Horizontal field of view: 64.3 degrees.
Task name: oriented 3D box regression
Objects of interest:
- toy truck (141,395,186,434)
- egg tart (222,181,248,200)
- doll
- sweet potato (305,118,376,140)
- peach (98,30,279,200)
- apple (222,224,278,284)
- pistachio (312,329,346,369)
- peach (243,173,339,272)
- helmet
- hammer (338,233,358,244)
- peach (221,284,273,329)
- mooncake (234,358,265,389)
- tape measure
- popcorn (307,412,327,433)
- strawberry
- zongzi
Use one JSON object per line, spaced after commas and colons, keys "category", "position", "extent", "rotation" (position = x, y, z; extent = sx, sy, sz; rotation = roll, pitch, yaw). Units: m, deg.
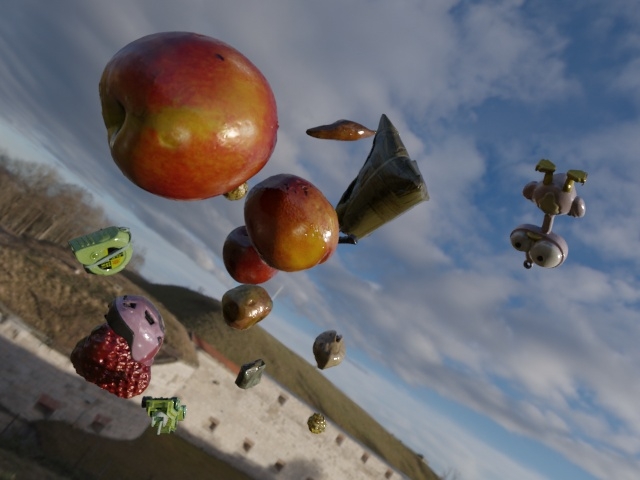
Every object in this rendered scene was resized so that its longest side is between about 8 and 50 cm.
{"category": "toy truck", "position": [-0.609, 0.688, 1.981], "extent": [0.129, 0.135, 0.259], "rotation": [1, -25, -3]}
{"category": "egg tart", "position": [-0.369, -0.227, 2.145], "extent": [0.129, 0.128, 0.049], "rotation": [39, 12, -2]}
{"category": "doll", "position": [0.598, -0.052, 1.350], "extent": [0.160, 0.094, 0.365], "rotation": [27, -39, 27]}
{"category": "sweet potato", "position": [0.113, -0.531, 2.456], "extent": [0.360, 0.112, 0.112], "rotation": [-2, -2, -20]}
{"category": "peach", "position": [-0.274, -0.266, 1.115], "extent": [0.388, 0.388, 0.388], "rotation": [36, -16, 12]}
{"category": "apple", "position": [-0.243, 0.050, 1.828], "extent": [0.218, 0.218, 0.201], "rotation": [24, -54, 44]}
{"category": "pistachio", "position": [0.031, 0.405, 1.911], "extent": [0.126, 0.152, 0.223], "rotation": [30, 10, -1]}
{"category": "peach", "position": [-0.076, -0.051, 1.388], "extent": [0.281, 0.238, 0.280], "rotation": [17, -59, 30]}
{"category": "helmet", "position": [-0.617, 0.289, 1.752], "extent": [0.253, 0.154, 0.198], "rotation": [49, 0, -26]}
{"category": "hammer", "position": [0.000, 0.000, 1.863], "extent": [0.288, 0.033, 0.111], "rotation": [-2, -68, 29]}
{"category": "peach", "position": [-0.337, 0.303, 2.353], "extent": [0.214, 0.236, 0.214], "rotation": [-16, 90, -88]}
{"category": "mooncake", "position": [-0.319, 0.597, 2.290], "extent": [0.073, 0.125, 0.130], "rotation": [34, 28, 31]}
{"category": "tape measure", "position": [-0.653, 0.032, 1.545], "extent": [0.087, 0.178, 0.153], "rotation": [41, -37, 37]}
{"category": "popcorn", "position": [-0.011, 0.693, 1.930], "extent": [0.057, 0.083, 0.082], "rotation": [-20, -69, 39]}
{"category": "strawberry", "position": [-0.908, 0.544, 2.256], "extent": [0.345, 0.318, 0.295], "rotation": [54, -11, 10]}
{"category": "zongzi", "position": [0.180, -0.250, 2.226], "extent": [0.218, 0.500, 0.466], "rotation": [33, 30, -49]}
